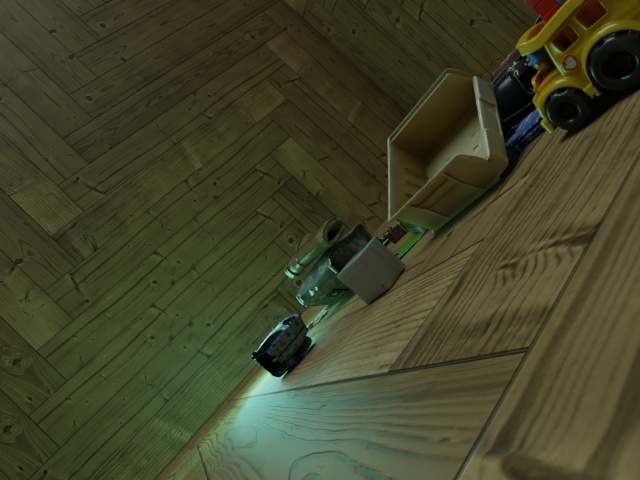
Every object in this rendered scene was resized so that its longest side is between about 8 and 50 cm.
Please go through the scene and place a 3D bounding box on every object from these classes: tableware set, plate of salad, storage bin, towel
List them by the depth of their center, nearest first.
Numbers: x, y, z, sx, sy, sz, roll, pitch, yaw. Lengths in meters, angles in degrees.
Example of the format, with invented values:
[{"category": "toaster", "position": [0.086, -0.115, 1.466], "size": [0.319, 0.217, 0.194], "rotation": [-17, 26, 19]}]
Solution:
[{"category": "towel", "position": [0.510, -0.311, 0.948], "size": [0.243, 0.040, 0.336], "rotation": [-45, -3, -36]}, {"category": "storage bin", "position": [0.270, -0.196, 1.009], "size": [0.260, 0.123, 0.262], "rotation": [131, 152, -51]}, {"category": "tableware set", "position": [-0.003, 0.293, 1.780], "size": [0.141, 0.020, 0.168], "rotation": [-49, -2, 36]}, {"category": "plate of salad", "position": [0.249, 0.008, 1.908], "size": [0.200, 0.048, 0.200], "rotation": [-47, -2, -3]}]

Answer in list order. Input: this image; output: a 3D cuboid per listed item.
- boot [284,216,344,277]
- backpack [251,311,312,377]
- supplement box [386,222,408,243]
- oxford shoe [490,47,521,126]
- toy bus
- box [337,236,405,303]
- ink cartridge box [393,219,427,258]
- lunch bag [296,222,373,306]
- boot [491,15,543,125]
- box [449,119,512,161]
[{"category": "boot", "position": [0.000, 0.000, 1.566], "size": [0.269, 0.089, 0.236], "rotation": [-44, 13, 45]}, {"category": "backpack", "position": [-0.096, 0.300, 1.332], "size": [0.173, 0.117, 0.158], "rotation": [-49, -3, 37]}, {"category": "supplement box", "position": [0.279, -0.036, 1.596], "size": [0.055, 0.043, 0.083], "rotation": [-47, -2, -45]}, {"category": "oxford shoe", "position": [0.486, -0.352, 1.289], "size": [0.397, 0.146, 0.140], "rotation": [-53, -7, 31]}, {"category": "toy bus", "position": [0.367, -0.296, 0.655], "size": [0.149, 0.211, 0.220], "rotation": [-48, -3, -27]}, {"category": "box", "position": [0.116, 0.070, 1.035], "size": [0.087, 0.102, 0.101], "rotation": [-48, 0, -39]}, {"category": "ink cartridge box", "position": [0.242, -0.050, 1.274], "size": [0.255, 0.097, 0.189], "rotation": [-47, -1, 1]}, {"category": "lunch bag", "position": [0.063, 0.106, 1.577], "size": [0.287, 0.169, 0.235], "rotation": [-38, -7, -48]}, {"category": "boot", "position": [0.506, -0.406, 1.036], "size": [0.377, 0.138, 0.284], "rotation": [-38, -8, 29]}, {"category": "box", "position": [0.387, -0.227, 1.163], "size": [0.156, 0.093, 0.158], "rotation": [-58, -3, -3]}]
